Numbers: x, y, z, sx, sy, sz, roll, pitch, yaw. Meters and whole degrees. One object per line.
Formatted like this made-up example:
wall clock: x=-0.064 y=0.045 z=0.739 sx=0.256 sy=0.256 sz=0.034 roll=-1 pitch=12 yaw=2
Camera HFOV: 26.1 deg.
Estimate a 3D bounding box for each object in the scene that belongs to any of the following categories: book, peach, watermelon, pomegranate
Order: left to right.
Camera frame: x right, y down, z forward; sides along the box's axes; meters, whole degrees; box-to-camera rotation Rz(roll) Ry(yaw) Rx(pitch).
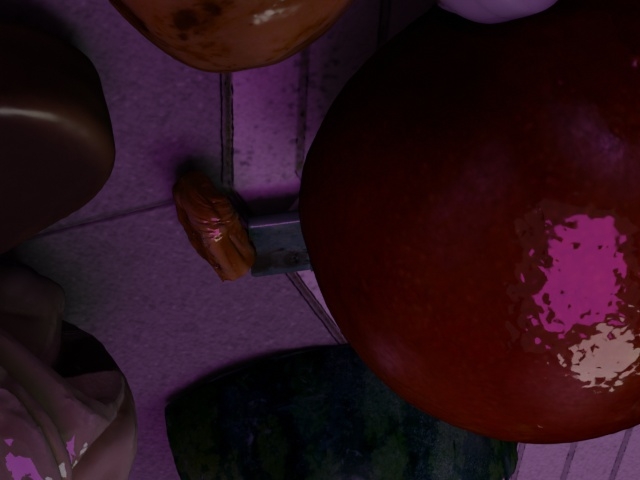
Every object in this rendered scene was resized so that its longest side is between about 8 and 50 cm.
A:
pomegranate: x=-0.059 y=-0.224 z=0.917 sx=0.215 sy=0.215 sz=0.215 roll=-6 pitch=138 yaw=-6
book: x=0.000 y=0.000 z=1.285 sx=0.135 sy=0.017 sz=0.103 roll=-8 pitch=151 yaw=-6
watermelon: x=0.042 y=0.264 z=1.457 sx=0.292 sy=0.222 sz=0.319 roll=-24 pitch=137 yaw=20
peach: x=0.168 y=-0.033 z=1.041 sx=0.388 sy=0.388 sz=0.388 roll=-6 pitch=138 yaw=-6

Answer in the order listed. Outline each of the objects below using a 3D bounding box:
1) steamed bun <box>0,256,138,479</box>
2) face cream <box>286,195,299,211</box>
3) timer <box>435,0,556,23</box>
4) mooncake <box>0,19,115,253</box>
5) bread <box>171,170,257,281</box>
steamed bun: x=-0.318 y=0.124 z=1.209 sx=0.346 sy=0.238 sz=0.394 roll=20 pitch=170 yaw=4
face cream: x=-0.001 y=-0.044 z=1.250 sx=0.038 sy=0.020 sz=0.115 roll=9 pitch=140 yaw=-29
timer: x=0.078 y=-0.277 z=0.859 sx=0.087 sy=0.237 sz=0.262 roll=-7 pitch=147 yaw=39
mooncake: x=-0.289 y=-0.078 z=1.060 sx=0.234 sy=0.117 sz=0.235 roll=-14 pitch=150 yaw=-8
bread: x=-0.096 y=-0.014 z=1.218 sx=0.044 sy=0.083 sz=0.111 roll=-35 pitch=145 yaw=-9
